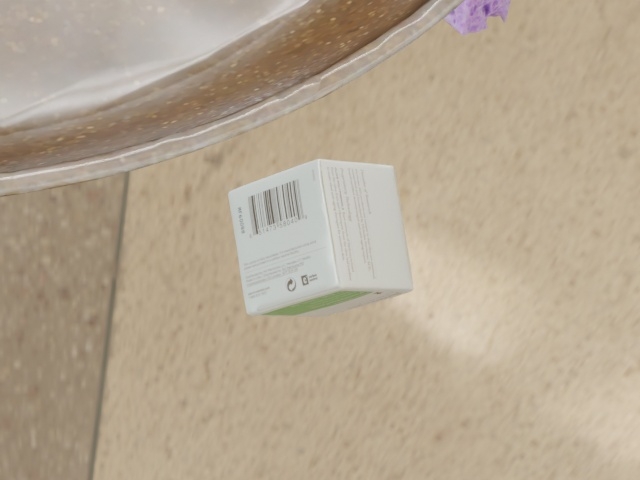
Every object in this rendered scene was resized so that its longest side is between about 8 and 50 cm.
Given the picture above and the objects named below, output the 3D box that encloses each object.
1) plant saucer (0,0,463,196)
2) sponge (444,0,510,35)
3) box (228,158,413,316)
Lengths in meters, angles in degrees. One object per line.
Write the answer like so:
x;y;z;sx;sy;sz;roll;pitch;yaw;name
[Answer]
-0.092;-0.134;0.403;0.311;0.050;0.310;4;63;-8;plant saucer
0.029;-0.208;0.992;0.031;0.117;0.210;-21;49;-27;sponge
0.000;0.000;1.486;0.087;0.101;0.102;2;75;-47;box
